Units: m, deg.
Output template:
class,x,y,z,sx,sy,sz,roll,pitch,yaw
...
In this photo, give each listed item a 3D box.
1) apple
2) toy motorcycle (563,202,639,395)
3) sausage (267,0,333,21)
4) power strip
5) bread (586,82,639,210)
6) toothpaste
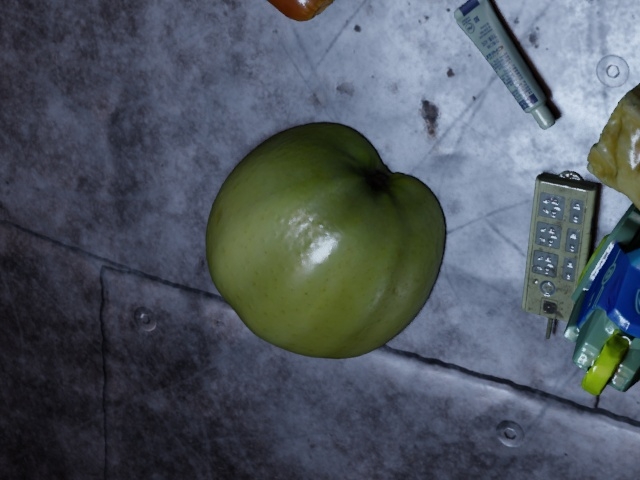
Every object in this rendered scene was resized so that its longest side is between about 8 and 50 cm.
class,x,y,z,sx,sy,sz,roll,pitch,yaw
apple,0.000,0.000,2.134,0.320,0.312,0.360,15,132,-30
toy motorcycle,0.437,0.073,1.783,0.191,0.326,0.200,32,121,12
sausage,-0.102,-0.439,1.998,0.300,0.083,0.089,41,136,8
power strip,0.351,0.027,1.984,0.092,0.034,0.268,14,117,23
bread,0.495,-0.111,1.708,0.252,0.196,0.238,53,143,25
toothpaste,0.267,-0.251,1.908,0.062,0.037,0.216,-35,88,35
